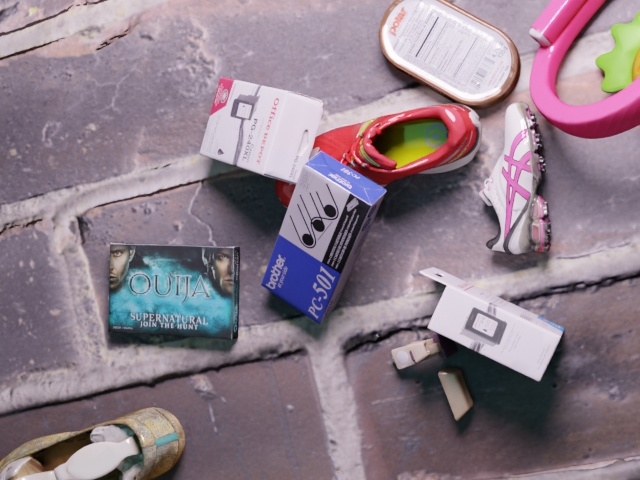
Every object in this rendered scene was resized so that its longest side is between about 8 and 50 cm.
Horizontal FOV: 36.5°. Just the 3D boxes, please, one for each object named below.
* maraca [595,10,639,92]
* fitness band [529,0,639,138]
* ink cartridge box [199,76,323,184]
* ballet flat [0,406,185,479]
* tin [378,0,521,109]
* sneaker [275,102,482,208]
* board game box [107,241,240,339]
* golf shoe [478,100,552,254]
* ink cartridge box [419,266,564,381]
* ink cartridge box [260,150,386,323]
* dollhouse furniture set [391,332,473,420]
[{"bbox_3d":[0.408,-0.198,1.114,0.185,0.099,0.127,29,93,34],"label":"maraca"},{"bbox_3d":[0.352,-0.249,1.090,0.291,0.054,0.209,-51,39,11],"label":"fitness band"},{"bbox_3d":[-0.077,-0.142,1.234,0.150,0.063,0.109,21,96,48],"label":"ink cartridge box"},{"bbox_3d":[-0.351,0.320,1.325,0.348,0.123,0.123,-23,84,15],"label":"ballet flat"},{"bbox_3d":[0.161,-0.240,1.215,0.189,0.040,0.106,32,94,14],"label":"tin"},{"bbox_3d":[0.059,-0.111,1.199,0.279,0.118,0.107,-20,85,19],"label":"sneaker"},{"bbox_3d":[-0.201,0.067,1.325,0.186,0.026,0.126,1,91,16],"label":"board game box"},{"bbox_3d":[0.232,-0.075,1.178,0.086,0.067,0.186,-4,90,18],"label":"golf shoe"},{"bbox_3d":[0.197,0.098,1.171,0.180,0.104,0.060,25,98,15],"label":"ink cartridge box"},{"bbox_3d":[0.000,0.000,1.206,0.097,0.046,0.207,32,130,13],"label":"ink cartridge box"},{"bbox_3d":[0.129,0.179,1.210,0.081,0.091,0.114,-23,87,30],"label":"dollhouse furniture set"}]
